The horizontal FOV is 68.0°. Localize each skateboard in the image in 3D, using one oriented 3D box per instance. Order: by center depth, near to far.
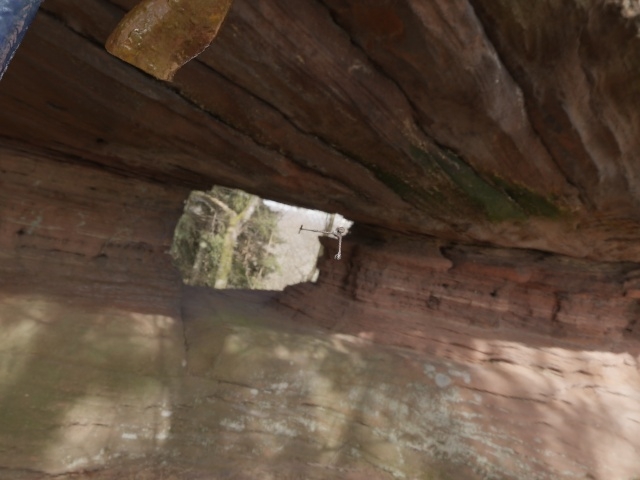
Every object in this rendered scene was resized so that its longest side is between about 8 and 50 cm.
[{"bbox_3d":[0.000,0.000,0.870,0.084,0.063,0.032,10,-23,-10],"label":"skateboard"}]

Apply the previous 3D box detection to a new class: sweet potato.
[{"bbox_3d":[-0.206,-0.411,0.796,0.131,0.337,0.131,44,10,-10],"label":"sweet potato"}]

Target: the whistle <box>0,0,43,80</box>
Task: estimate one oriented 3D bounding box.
[{"bbox_3d":[-0.349,-0.121,0.435,0.062,0.304,0.062,28,-1,1],"label":"whistle"}]
